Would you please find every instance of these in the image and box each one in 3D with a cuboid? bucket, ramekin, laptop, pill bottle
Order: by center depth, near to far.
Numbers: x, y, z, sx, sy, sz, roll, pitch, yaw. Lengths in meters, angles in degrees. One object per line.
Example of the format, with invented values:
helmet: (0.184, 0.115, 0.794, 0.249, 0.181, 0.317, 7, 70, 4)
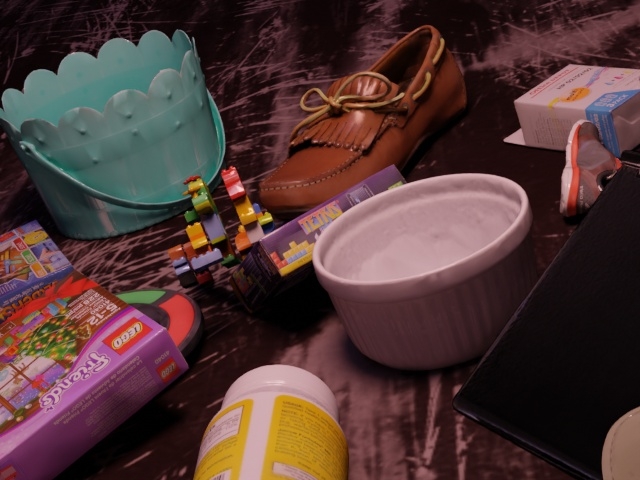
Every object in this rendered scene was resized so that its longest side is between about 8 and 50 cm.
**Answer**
pill bottle: (-0.038, 0.189, 1.112, 0.119, 0.119, 0.208, -14, 24, 10)
laptop: (0.393, 0.074, 1.174, 0.408, 0.236, 0.382, 1, 13, -31)
ramekin: (0.104, 0.032, 1.357, 0.207, 0.109, 0.207, -15, 24, 7)
bucket: (-0.260, -0.136, 1.887, 0.281, 0.183, 0.281, -16, 25, 7)

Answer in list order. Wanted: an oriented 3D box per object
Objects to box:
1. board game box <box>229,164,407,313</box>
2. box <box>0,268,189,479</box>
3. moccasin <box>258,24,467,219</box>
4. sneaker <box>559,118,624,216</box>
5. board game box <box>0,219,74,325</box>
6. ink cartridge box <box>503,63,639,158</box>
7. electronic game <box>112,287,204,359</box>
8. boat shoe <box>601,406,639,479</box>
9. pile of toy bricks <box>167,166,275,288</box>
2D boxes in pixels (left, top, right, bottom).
board game box: (0.000, 0.000, 1.492, 0.170, 0.048, 0.141, -30, -9, -24)
box: (-0.291, 0.158, 1.363, 0.293, 0.057, 0.201, -39, 34, -19)
moccasin: (0.051, -0.143, 1.719, 0.139, 0.147, 0.380, 5, 33, 42)
sneaker: (0.288, -0.072, 1.526, 0.065, 0.061, 0.158, 4, 37, 13)
board game box: (-0.380, 0.042, 1.772, 0.136, 0.035, 0.201, -25, 25, -14)
ink cartridge box: (0.298, -0.151, 1.664, 0.104, 0.061, 0.181, -33, 27, -30)
electronic game: (-0.229, 0.114, 1.494, 0.229, 0.048, 0.229, -16, 24, 7)
boat shoe: (0.247, 0.191, 0.952, 0.081, 0.069, 0.228, -31, 26, 9)
pile of toy bricks: (-0.114, -0.022, 1.533, 0.118, 0.105, 0.212, -23, -6, -1)
